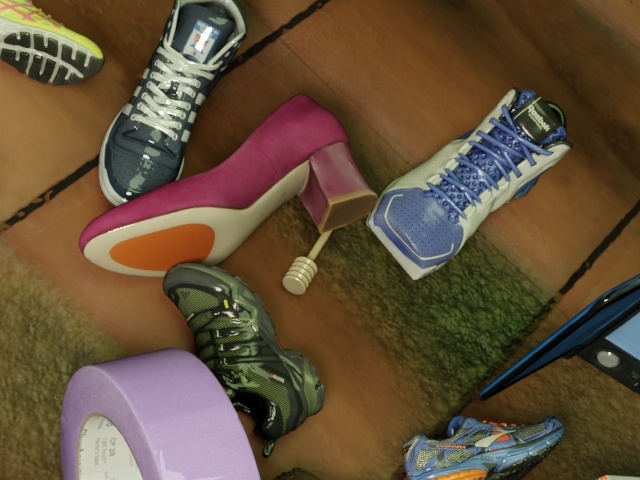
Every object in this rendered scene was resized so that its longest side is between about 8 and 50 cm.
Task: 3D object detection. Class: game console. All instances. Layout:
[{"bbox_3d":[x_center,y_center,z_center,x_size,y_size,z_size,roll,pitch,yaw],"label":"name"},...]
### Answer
[{"bbox_3d":[0.370,0.132,1.524,0.250,0.293,0.173,32,54,-5],"label":"game console"}]

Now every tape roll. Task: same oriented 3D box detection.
[{"bbox_3d":[-0.149,0.241,1.225,0.090,0.275,0.274,-10,66,-31],"label":"tape roll"}]

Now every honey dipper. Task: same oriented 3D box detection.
[{"bbox_3d":[0.000,0.000,1.596,0.030,0.030,0.160,33,50,-4],"label":"honey dipper"}]

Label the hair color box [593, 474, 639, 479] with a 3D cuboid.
[{"bbox_3d":[0.358,0.319,1.514,0.167,0.053,0.093,13,53,-49],"label":"hair color box"}]

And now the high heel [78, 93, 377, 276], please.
[{"bbox_3d":[-0.125,-0.071,1.538,0.377,0.127,0.181,-10,56,-35],"label":"high heel"}]

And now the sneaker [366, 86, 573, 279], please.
[{"bbox_3d":[0.203,-0.099,1.653,0.127,0.182,0.315,48,53,9],"label":"sneaker"}]

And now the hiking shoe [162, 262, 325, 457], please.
[{"bbox_3d":[-0.100,0.123,1.438,0.227,0.086,0.114,45,50,4],"label":"hiking shoe"}]

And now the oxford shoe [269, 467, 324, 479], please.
[{"bbox_3d":[-0.046,0.284,1.380,0.227,0.083,0.096,10,46,-27],"label":"oxford shoe"}]

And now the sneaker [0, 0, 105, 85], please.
[{"bbox_3d":[-0.348,-0.253,1.551,0.209,0.081,0.094,19,53,-13],"label":"sneaker"}]

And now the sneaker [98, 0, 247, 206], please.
[{"bbox_3d":[-0.169,-0.172,1.539,0.099,0.153,0.282,26,54,-8],"label":"sneaker"}]

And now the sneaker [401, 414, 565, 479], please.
[{"bbox_3d":[0.187,0.232,1.513,0.221,0.083,0.087,-12,62,-33],"label":"sneaker"}]
